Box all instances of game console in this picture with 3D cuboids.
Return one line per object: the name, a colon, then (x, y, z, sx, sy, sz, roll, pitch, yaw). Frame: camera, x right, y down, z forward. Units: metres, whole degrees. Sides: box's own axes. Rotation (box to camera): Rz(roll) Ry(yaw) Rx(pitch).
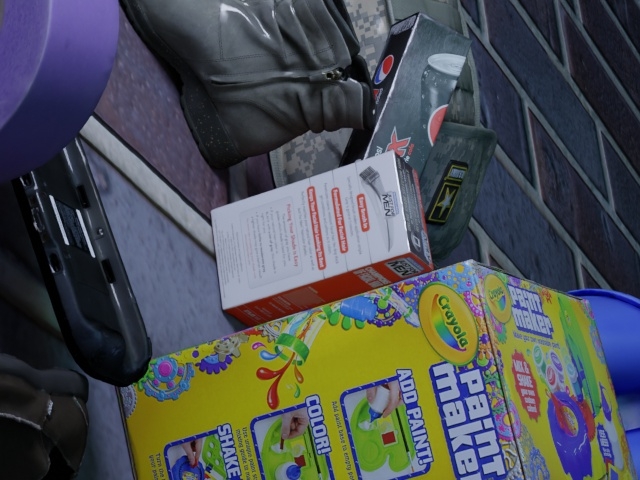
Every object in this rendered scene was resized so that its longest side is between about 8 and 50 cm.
game console: (-0.197, -0.076, 1.289, 0.213, 0.044, 0.361, 18, 48, -65)

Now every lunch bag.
lunch bag: (0.057, -0.112, 1.851, 0.235, 0.169, 0.287, 1, 78, -66)

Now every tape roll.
tape roll: (-0.216, -0.127, 1.131, 0.080, 0.189, 0.189, 4, 69, -68)

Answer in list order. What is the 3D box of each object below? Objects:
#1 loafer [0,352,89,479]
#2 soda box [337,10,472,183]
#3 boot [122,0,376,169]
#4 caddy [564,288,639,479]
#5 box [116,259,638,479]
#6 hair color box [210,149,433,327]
loafer: (-0.189, 0.114, 1.150, 0.220, 0.080, 0.078, 12, 62, -67)
soda box: (0.069, -0.106, 1.684, 0.060, 0.053, 0.169, 27, 71, -18)
boot: (-0.057, -0.183, 1.620, 0.246, 0.161, 0.083, 63, 22, -22)
caddy: (0.173, 0.178, 1.689, 0.179, 0.341, 0.241, 1, 70, -50)
box: (0.051, 0.147, 1.452, 0.290, 0.279, 0.177, 17, 57, -65)
hair color box: (0.000, 0.000, 1.602, 0.053, 0.167, 0.093, 36, 41, -57)
